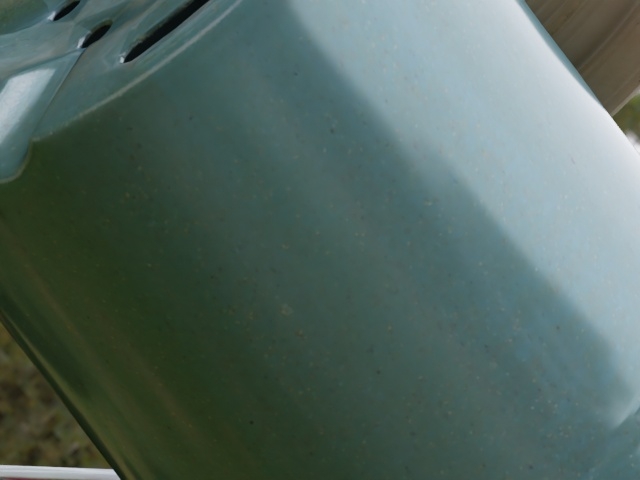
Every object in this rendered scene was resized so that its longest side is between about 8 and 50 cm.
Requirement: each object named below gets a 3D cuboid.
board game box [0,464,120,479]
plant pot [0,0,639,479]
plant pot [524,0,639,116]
[{"bbox_3d":[-0.301,0.307,1.314,0.390,0.050,0.390,2,-41,3],"label":"board game box"},{"bbox_3d":[0.000,0.000,0.747,0.341,0.341,0.334,13,-34,55],"label":"plant pot"},{"bbox_3d":[0.117,-0.152,0.974,0.110,0.237,0.237,41,-19,-19],"label":"plant pot"}]
